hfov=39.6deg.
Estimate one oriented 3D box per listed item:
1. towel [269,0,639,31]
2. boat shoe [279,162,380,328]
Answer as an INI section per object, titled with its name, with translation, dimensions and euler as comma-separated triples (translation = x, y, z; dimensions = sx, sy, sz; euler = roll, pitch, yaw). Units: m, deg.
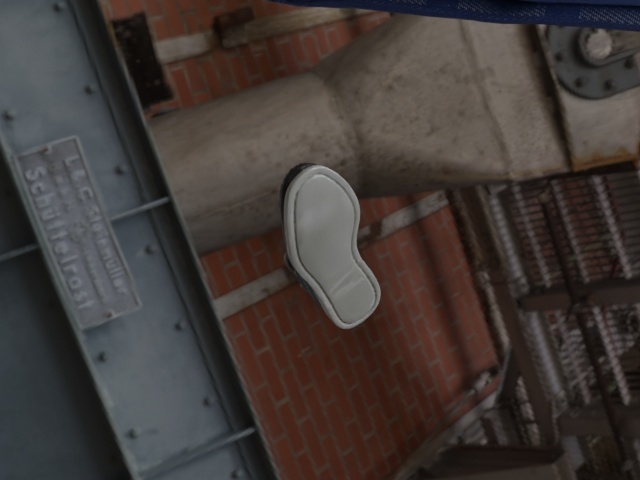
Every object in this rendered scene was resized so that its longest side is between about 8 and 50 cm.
[towel]
translation = 0.099, -0.236, 0.439
dimensions = 0.209, 0.034, 0.284
euler = 9, -107, 18
[boat shoe]
translation = 0.000, 0.000, 0.476
dimensions = 0.038, 0.046, 0.125
euler = 43, -12, 38
